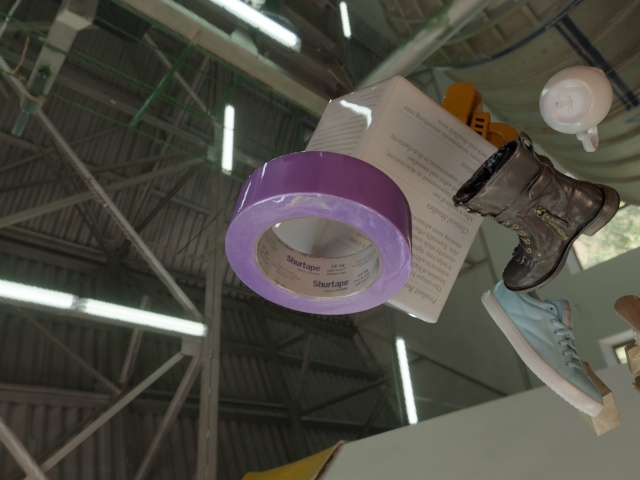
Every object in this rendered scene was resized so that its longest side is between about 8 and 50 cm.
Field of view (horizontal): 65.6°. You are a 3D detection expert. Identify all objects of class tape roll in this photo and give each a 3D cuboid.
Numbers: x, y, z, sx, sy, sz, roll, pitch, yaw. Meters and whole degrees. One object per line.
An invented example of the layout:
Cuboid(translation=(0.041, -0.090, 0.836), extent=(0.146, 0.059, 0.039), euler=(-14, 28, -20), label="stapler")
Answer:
Cuboid(translation=(0.000, 0.000, 0.754), extent=(0.274, 0.274, 0.090), euler=(34, -138, -25), label="tape roll")

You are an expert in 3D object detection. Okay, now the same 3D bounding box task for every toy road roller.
Cuboid(translation=(0.455, -0.279, 1.416), extent=(0.203, 0.240, 0.330), euler=(62, -139, -50), label="toy road roller")

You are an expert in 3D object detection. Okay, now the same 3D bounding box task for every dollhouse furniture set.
Cuboid(translation=(0.815, 0.287, 1.322), extent=(0.362, 0.394, 0.256), euler=(56, -175, -32), label="dollhouse furniture set")

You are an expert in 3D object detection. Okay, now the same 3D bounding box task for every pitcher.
Cuboid(translation=(0.522, -0.258, 0.997), extent=(0.207, 0.125, 0.178), euler=(-25, -78, -51), label="pitcher")

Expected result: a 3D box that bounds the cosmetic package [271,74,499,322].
Cuboid(translation=(0.128, -0.086, 1.107), extent=(0.329, 0.327, 0.394), euler=(29, -96, -24), label="cosmetic package")

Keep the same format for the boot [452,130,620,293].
Cuboid(translation=(0.310, -0.036, 0.797), extent=(0.228, 0.263, 0.091), euler=(17, -142, -18), label="boot")

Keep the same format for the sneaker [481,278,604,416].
Cuboid(translation=(0.518, 0.209, 1.122), extent=(0.135, 0.150, 0.366), euler=(20, -152, -42), label="sneaker")
